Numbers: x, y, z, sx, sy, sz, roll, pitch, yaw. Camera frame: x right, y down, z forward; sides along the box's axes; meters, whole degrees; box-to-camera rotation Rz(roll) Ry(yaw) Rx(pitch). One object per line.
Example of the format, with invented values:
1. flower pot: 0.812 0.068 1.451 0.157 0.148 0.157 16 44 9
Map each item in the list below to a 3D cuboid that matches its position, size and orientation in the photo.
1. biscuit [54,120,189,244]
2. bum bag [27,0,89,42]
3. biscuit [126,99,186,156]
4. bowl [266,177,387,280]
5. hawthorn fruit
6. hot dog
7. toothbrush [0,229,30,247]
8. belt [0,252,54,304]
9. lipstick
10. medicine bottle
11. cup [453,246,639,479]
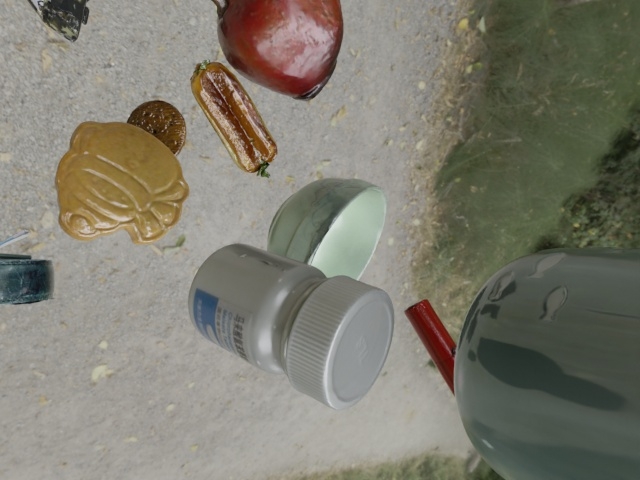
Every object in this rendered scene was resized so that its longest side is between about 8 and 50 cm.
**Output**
1. biscuit: -0.500 -0.143 1.092 0.312 0.351 0.057 25 148 -27
2. bum bag: -0.430 -0.441 0.731 0.069 0.248 0.102 7 147 -5
3. biscuit: -0.484 -0.319 1.251 0.187 0.188 0.027 -52 176 5
4. bowl: 0.000 0.000 0.903 0.307 0.163 0.307 -40 146 -35
5. hawthorn fruit: -0.080 -0.365 0.724 0.250 0.215 0.215 7 120 -27
6. hot dog: -0.127 -0.179 0.642 0.072 0.055 0.188 -35 119 -10
7. toothbrush: -0.490 0.014 0.625 0.017 0.014 0.162 -45 -171 24
8. belt: -0.665 0.079 0.842 0.267 0.207 0.116 28 59 -84
9. lipstick: 0.296 0.271 1.006 0.073 0.279 0.073 -27 163 -9
10. medicine bottle: -0.031 0.068 0.382 0.105 0.168 0.105 -23 120 -47
11. cup: 0.324 0.117 0.392 0.357 0.275 0.259 -21 104 -32
